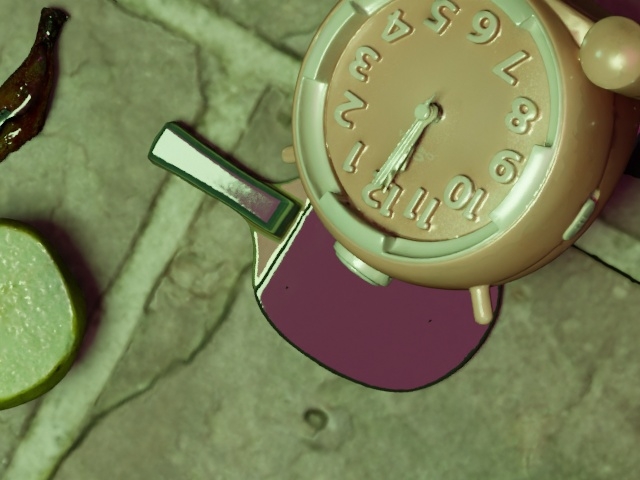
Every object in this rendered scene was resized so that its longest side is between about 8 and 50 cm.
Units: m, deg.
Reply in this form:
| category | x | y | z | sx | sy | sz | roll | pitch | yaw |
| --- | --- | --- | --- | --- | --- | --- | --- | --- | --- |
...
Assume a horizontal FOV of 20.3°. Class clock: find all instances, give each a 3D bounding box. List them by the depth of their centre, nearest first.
| category | x | y | z | sx | sy | sz | roll | pitch | yaw |
| --- | --- | --- | --- | --- | --- | --- | --- | --- | --- |
| clock | 0.095 | -0.075 | 1.178 | 0.227 | 0.142 | 0.241 | 39 | 103 | 27 |

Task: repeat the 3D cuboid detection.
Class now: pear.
| category | x | y | z | sx | sy | sz | roll | pitch | yaw |
| --- | --- | --- | --- | --- | --- | --- | --- | --- | --- |
| pear | -0.237 | 0.051 | 1.246 | 0.141 | 0.104 | 0.141 | -1 | 93 | -20 |

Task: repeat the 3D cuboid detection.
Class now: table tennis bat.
| category | x | y | z | sx | sy | sz | roll | pitch | yaw |
| --- | --- | --- | --- | --- | --- | --- | --- | --- | --- |
| table tennis bat | 0.000 | 0.000 | 1.264 | 0.274 | 0.021 | 0.154 | 32 | 96 | -2 |

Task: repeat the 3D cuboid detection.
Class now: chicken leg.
| category | x | y | z | sx | sy | sz | roll | pitch | yaw |
| --- | --- | --- | --- | --- | --- | --- | --- | --- | --- |
| chicken leg | -0.222 | -0.098 | 1.262 | 0.145 | 0.037 | 0.062 | -42 | 79 | 9 |

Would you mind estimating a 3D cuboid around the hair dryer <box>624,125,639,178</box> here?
| category | x | y | z | sx | sy | sz | roll | pitch | yaw |
| --- | --- | --- | --- | --- | --- | --- | --- | --- | --- |
| hair dryer | 0.283 | -0.063 | 1.227 | 0.197 | 0.057 | 0.100 | 27 | 98 | -8 |
